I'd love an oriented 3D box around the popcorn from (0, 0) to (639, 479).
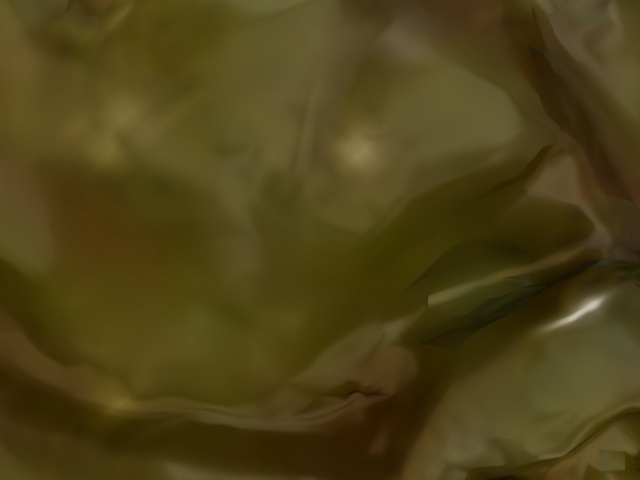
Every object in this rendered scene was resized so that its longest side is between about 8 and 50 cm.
[{"bbox_3d":[-0.004,-0.011,0.462,0.290,0.326,0.321,-43,-93,6],"label":"popcorn"}]
